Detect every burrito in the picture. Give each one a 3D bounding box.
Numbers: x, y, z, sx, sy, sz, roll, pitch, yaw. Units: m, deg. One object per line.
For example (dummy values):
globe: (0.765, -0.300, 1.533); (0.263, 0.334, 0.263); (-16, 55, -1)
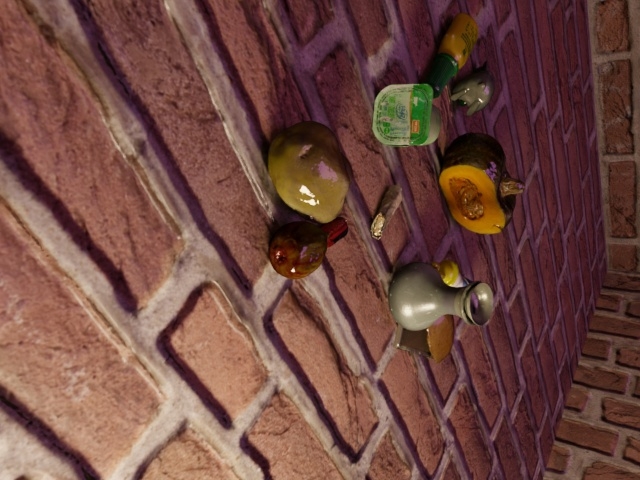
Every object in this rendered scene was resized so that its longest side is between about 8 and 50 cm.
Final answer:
burrito: (0.165, -0.075, 1.414); (0.149, 0.041, 0.055); (-61, 151, -27)

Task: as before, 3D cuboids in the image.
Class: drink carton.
drink carton: (0.220, -0.295, 1.388); (0.142, 0.144, 0.146); (-3, 99, -63)

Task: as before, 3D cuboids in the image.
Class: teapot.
teapot: (0.303, 0.148, 1.448); (0.184, 0.251, 0.183); (-1, 91, -42)

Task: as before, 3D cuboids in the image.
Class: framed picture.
framed picture: (0.305, 0.235, 1.668); (0.281, 0.019, 0.208); (29, 73, -51)

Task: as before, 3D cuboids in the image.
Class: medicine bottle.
medicine bottle: (0.361, -0.509, 1.579); (0.111, 0.076, 0.309); (53, 54, -35)

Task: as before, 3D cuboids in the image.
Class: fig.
fig: (-0.031, 0.014, 1.115); (0.155, 0.103, 0.109); (-14, 127, -49)

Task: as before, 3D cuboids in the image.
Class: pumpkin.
pumpkin: (0.486, -0.162, 1.681); (0.139, 0.222, 0.317); (-53, 133, -33)

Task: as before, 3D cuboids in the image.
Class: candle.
candle: (0.000, 0.000, 1.214); (0.053, 0.048, 0.162); (52, 47, 0)

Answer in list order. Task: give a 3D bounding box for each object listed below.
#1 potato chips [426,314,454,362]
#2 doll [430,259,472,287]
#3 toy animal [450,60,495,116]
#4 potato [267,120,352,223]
potato chips: (0.372, 0.282, 1.711); (0.150, 0.049, 0.201); (-39, 134, -39)
doll: (0.406, 0.131, 1.713); (0.241, 0.099, 0.135); (36, 55, -40)
toy animal: (0.491, -0.470, 1.724); (0.108, 0.138, 0.236); (50, 53, -3)
potato: (-0.016, -0.129, 1.094); (0.200, 0.137, 0.154); (55, 24, -42)
